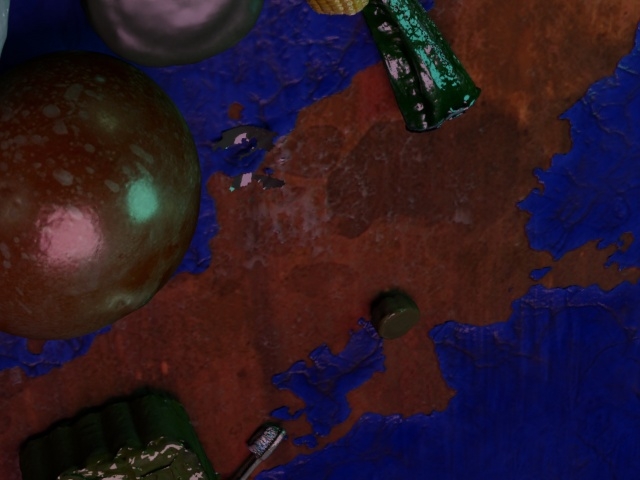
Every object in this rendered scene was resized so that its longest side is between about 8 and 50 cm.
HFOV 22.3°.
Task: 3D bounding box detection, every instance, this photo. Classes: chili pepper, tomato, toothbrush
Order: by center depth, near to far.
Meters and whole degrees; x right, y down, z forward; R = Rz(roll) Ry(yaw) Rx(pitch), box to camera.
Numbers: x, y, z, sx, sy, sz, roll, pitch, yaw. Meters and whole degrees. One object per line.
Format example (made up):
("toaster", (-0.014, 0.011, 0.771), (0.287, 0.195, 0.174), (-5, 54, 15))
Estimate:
("tomato", (-0.225, -0.028, 1.479), (0.270, 0.222, 0.270), (-38, 160, -16))
("chili pepper", (0.086, -0.214, 1.610), (0.088, 0.059, 0.227), (-30, 126, -4))
("toothbrush", (-0.138, 0.323, 1.946), (0.028, 0.026, 0.294), (34, 109, -17))

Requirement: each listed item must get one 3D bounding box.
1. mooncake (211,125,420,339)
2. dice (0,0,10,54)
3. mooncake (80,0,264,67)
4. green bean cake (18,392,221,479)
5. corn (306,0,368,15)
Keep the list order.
("mooncake", (0.006, 0.006, 1.740), (0.150, 0.057, 0.347), (-31, 129, -13))
("dice", (-0.408, -0.195, 1.293), (0.268, 0.265, 0.263), (9, 121, -25))
("mooncake", (-0.137, -0.245, 1.465), (0.175, 0.104, 0.168), (23, 118, -31))
("green bean cake", (-0.217, 0.288, 1.831), (0.200, 0.113, 0.214), (-20, 129, -1))
("corn", (0.000, -0.282, 1.506), (0.085, 0.063, 0.165), (-3, 133, 20))
